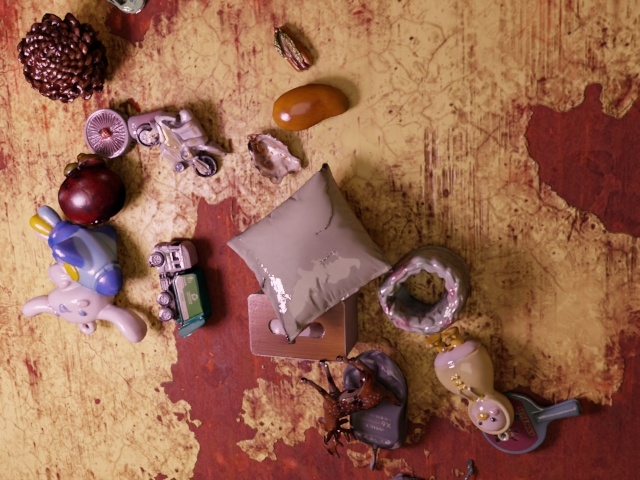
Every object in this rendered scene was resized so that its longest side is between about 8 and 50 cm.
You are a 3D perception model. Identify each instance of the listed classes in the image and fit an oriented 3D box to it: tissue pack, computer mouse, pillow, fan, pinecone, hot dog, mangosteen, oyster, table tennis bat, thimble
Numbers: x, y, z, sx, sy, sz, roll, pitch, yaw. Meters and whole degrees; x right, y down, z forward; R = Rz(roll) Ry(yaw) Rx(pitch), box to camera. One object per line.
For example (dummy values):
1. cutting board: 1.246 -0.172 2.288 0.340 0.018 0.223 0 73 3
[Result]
1. tissue pack: -0.038 0.197 1.635 0.246 0.136 0.160 2 102 18
2. computer mouse: 0.145 0.427 1.655 0.167 0.090 0.379 14 119 23
3. pillow: -0.028 0.029 1.515 0.310 0.119 0.312 -38 71 11
4. fan: -0.500 -0.293 1.717 0.244 0.074 0.130 -10 98 15
5. pinecone: -0.643 -0.449 1.665 0.221 0.221 0.222 4 102 17
6. hot dog: -0.071 -0.456 1.560 0.056 0.041 0.133 -38 88 21
7. mangosteen: -0.608 -0.139 1.733 0.199 0.200 0.200 4 102 17
8. oyster: -0.122 -0.211 1.622 0.103 0.051 0.148 -37 97 9
9. table tennis bat: 0.499 0.424 1.564 0.244 0.040 0.153 -23 91 25
10. thimble: 0.238 0.112 1.522 0.210 0.149 0.186 -1 103 19

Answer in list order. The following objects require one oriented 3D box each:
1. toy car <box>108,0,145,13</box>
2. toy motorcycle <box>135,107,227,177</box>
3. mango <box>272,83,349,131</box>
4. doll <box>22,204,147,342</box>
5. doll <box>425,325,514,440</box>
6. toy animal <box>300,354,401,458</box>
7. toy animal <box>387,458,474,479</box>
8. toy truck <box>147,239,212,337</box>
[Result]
1. toy car: -0.525 -0.646 1.660 0.186 0.058 0.093 33 107 9
2. toy motorcycle: -0.346 -0.257 1.657 0.228 0.074 0.151 28 110 -10
3. mango: -0.027 -0.318 1.553 0.184 0.085 0.102 -12 98 14
4. doll: -0.659 0.095 1.787 0.375 0.187 0.366 2 110 -1
5. doll: 0.360 0.341 1.534 0.141 0.117 0.296 -33 83 34
6. toy animal: 0.060 0.402 1.572 0.243 0.087 0.260 -19 112 30
7. toy animal: 0.270 0.627 1.662 0.252 0.070 0.079 -17 112 17
8. toy truck: -0.370 0.126 1.744 0.124 0.114 0.254 -7 99 6
